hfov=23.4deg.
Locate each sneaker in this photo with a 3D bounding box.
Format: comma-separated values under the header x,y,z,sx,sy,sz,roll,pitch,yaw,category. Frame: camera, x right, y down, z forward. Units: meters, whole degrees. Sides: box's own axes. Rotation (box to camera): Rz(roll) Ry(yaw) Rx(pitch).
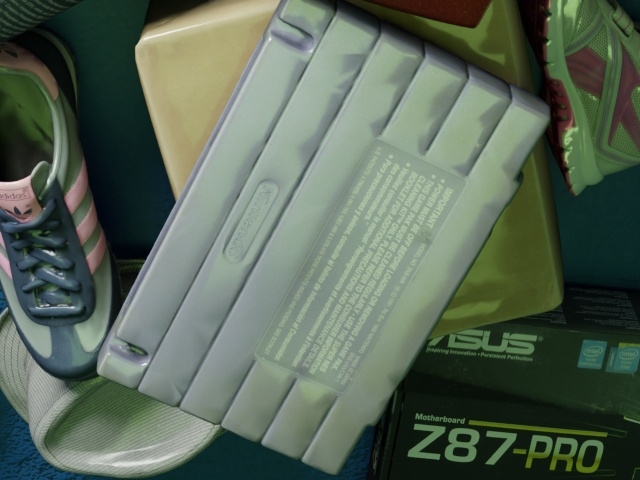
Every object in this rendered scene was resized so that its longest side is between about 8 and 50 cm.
x,y,z,sx,sy,sz,roll,pitch,yaw,category
-0.246,-0.019,1.312,0.112,0.131,0.319,-10,102,7,sneaker
0.238,-0.162,1.317,0.111,0.103,0.252,-15,128,3,sneaker

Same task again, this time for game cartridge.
x,y,z,sx,sy,sz,roll,pitch,yaw,category
0.000,0.000,1.207,0.230,0.068,0.355,24,112,-16,game cartridge

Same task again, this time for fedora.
x,y,z,sx,sy,sz,roll,pitch,yaw,category
-0.185,0.143,1.468,0.275,0.124,0.244,-17,120,8,fedora

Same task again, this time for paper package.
x,y,z,sx,sy,sz,roll,pitch,yaw,category
0.031,-0.079,1.293,0.309,0.168,0.325,-13,113,5,paper package

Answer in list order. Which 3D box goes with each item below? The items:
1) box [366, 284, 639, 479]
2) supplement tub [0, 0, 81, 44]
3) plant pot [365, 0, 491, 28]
x,y,z,sx,sy,sz,roll,pitch,yaw,category
0.253,0.198,1.535,0.395,0.097,0.318,6,118,-5,box
-0.234,-0.262,1.176,0.272,0.191,0.191,-25,119,13,supplement tub
0.016,-0.329,1.030,0.236,0.267,0.267,3,152,-14,plant pot
